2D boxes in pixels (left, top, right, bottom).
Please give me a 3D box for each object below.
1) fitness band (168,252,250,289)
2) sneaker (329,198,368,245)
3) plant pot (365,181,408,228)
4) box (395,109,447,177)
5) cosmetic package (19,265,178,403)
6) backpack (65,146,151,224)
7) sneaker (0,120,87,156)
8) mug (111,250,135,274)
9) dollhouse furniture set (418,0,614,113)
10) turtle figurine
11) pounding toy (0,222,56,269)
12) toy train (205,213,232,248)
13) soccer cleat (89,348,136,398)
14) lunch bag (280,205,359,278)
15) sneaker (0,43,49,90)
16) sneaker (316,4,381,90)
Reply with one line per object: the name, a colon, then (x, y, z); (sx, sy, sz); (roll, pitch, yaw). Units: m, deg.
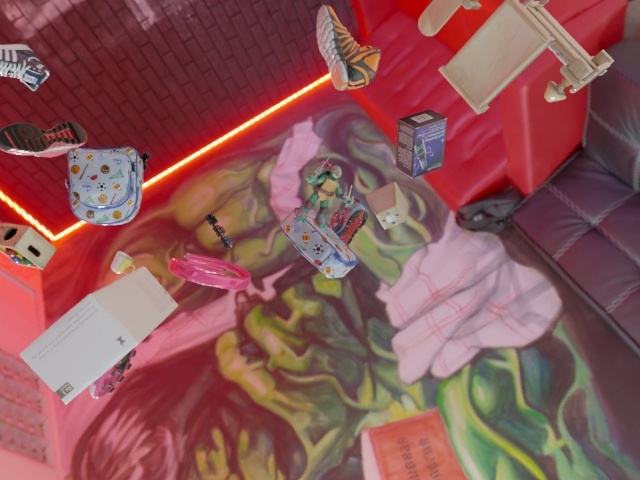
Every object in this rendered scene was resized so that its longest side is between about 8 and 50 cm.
fitness band: (-0.387, 0.108, 1.987); (0.290, 0.054, 0.209); (13, -171, -24)
sneaker: (0.088, -0.058, 2.258); (0.104, 0.262, 0.125); (23, -147, -36)
plant pot: (0.218, -0.102, 1.808); (0.109, 0.108, 0.096); (54, -160, -36)
box: (0.371, -0.358, 2.098); (0.108, 0.153, 0.207); (42, 146, 45)
cosmetic package: (-0.509, 0.208, 1.363); (0.156, 0.217, 0.385); (50, -179, -4)
backpack: (-0.718, -0.180, 1.893); (0.213, 0.276, 0.264); (-129, 38, -81)
sneaker: (-0.963, -0.324, 1.941); (0.313, 0.136, 0.116); (-19, -101, -53)
mug: (-0.691, 0.084, 1.962); (0.078, 0.064, 0.062); (36, -178, 37)
dollhouse furniture set: (0.388, -0.388, 1.131); (0.303, 0.174, 0.355); (52, -141, 8)
turtle figurine: (0.020, -0.154, 1.795); (0.175, 0.234, 0.118); (23, -155, -14)
pounding toy: (-0.985, 0.002, 1.785); (0.205, 0.094, 0.181); (7, 148, 27)
toy train: (-0.362, -0.035, 2.034); (0.158, 0.036, 0.027); (53, 173, 17)
soccer cleat: (-0.639, 0.315, 1.746); (0.143, 0.332, 0.116); (23, 165, 11)
lunch bag: (0.000, 0.000, 2.066); (0.303, 0.115, 0.243); (50, -163, 14)
sneaker: (-1.053, -0.580, 1.915); (0.153, 0.099, 0.282); (46, -148, -2)
sneaker: (0.102, -0.682, 1.993); (0.124, 0.179, 0.322); (145, 110, -70)
